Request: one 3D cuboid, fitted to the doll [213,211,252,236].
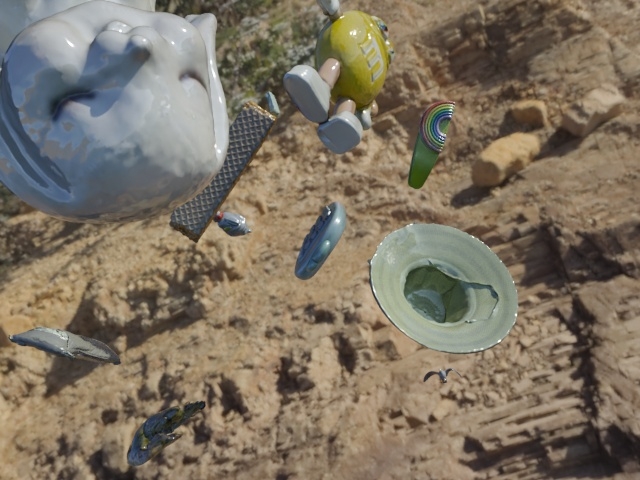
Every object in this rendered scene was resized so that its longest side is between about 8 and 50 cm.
[{"bbox_3d":[-0.302,-0.064,1.928,0.094,0.180,0.079,-16,47,62],"label":"doll"}]

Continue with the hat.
[{"bbox_3d":[0.184,0.098,0.988,0.252,0.252,0.110,-32,-24,-32],"label":"hat"}]

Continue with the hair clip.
[{"bbox_3d":[0.217,-0.194,1.208,0.060,0.188,0.033,17,12,-1],"label":"hair clip"}]

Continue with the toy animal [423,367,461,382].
[{"bbox_3d":[0.263,0.294,1.301,0.084,0.028,0.050,-11,-23,11],"label":"toy animal"}]

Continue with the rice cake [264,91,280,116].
[{"bbox_3d":[-0.123,-0.350,1.537,0.021,0.022,0.121,-46,32,18],"label":"rice cake"}]

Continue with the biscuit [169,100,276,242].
[{"bbox_3d":[-0.247,-0.170,1.496,0.378,0.094,0.054,-55,2,4],"label":"biscuit"}]

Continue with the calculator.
[{"bbox_3d":[0.000,0.000,1.385,0.185,0.041,0.299,-56,10,14],"label":"calculator"}]

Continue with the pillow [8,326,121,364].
[{"bbox_3d":[-0.587,0.244,1.401,0.169,0.059,0.255,9,-14,13],"label":"pillow"}]

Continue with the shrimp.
[{"bbox_3d":[-0.381,0.456,1.418,0.254,0.059,0.145,-30,21,29],"label":"shrimp"}]

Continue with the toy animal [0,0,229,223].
[{"bbox_3d":[-0.180,-0.135,0.498,0.272,0.264,0.206,-21,-21,-33],"label":"toy animal"}]

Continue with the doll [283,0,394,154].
[{"bbox_3d":[0.046,-0.389,1.321,0.161,0.422,0.348,-5,-19,28],"label":"doll"}]
